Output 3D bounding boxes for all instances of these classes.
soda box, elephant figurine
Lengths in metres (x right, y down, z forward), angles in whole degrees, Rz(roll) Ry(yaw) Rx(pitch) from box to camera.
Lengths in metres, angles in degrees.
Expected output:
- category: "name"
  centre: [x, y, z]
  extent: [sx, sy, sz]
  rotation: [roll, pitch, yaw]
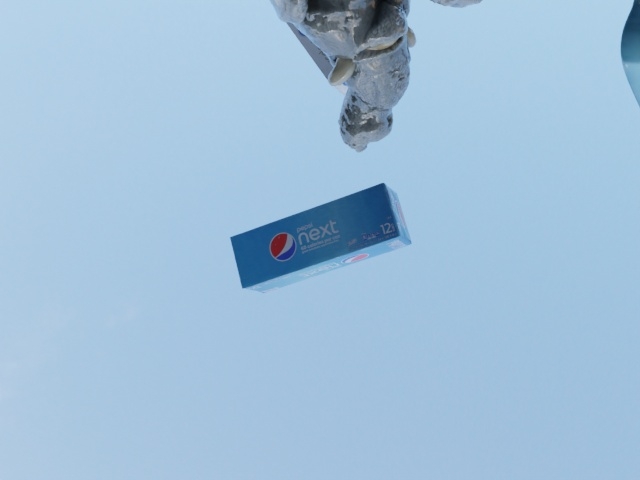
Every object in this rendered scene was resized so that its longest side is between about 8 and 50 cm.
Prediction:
- category: "soda box"
  centre: [0.016, -0.343, 1.375]
  extent: [0.074, 0.069, 0.216]
  rotation: [-41, -125, 15]
- category: "soda box"
  centre: [0.000, 0.000, 0.978]
  extent: [0.210, 0.067, 0.071]
  rotation: [-19, -104, 15]
- category: "elephant figurine"
  centre: [0.014, -0.173, 0.460]
  extent: [0.169, 0.239, 0.186]
  rotation: [11, -97, -20]

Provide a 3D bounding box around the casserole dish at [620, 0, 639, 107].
- category: "casserole dish"
  centre: [0.289, -0.141, 0.606]
  extent: [0.037, 0.188, 0.114]
  rotation: [25, -102, 46]
